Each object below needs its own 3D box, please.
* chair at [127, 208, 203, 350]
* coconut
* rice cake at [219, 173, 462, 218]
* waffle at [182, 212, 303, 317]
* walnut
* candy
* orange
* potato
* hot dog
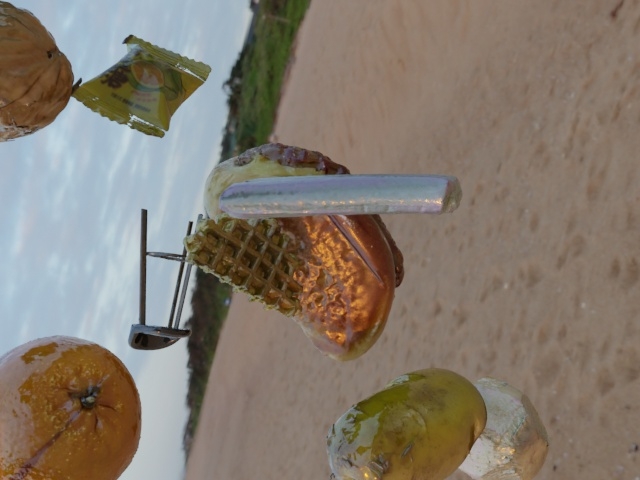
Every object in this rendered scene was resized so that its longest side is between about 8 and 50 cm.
[{"bbox_3d":[-0.230,0.065,1.223,0.095,0.104,0.221,6,84,44],"label":"chair"},{"bbox_3d":[0.298,0.335,1.407,0.194,0.195,0.194,-166,90,-85],"label":"coconut"},{"bbox_3d":[0.020,-0.042,0.754,0.080,0.222,0.042,-13,-77,-76],"label":"rice cake"},{"bbox_3d":[-0.107,0.039,1.133,0.046,0.192,0.160,-11,85,50],"label":"waffle"},{"bbox_3d":[-0.454,-0.226,1.067,0.198,0.245,0.198,-7,-90,-72],"label":"walnut"},{"bbox_3d":[-0.326,-0.288,1.468,0.081,0.187,0.297,-61,4,38],"label":"candy"},{"bbox_3d":[-0.283,0.194,0.851,0.161,0.193,0.193,-46,27,53],"label":"orange"},{"bbox_3d":[0.136,0.299,1.238,0.300,0.173,0.140,-19,-32,-41],"label":"potato"},{"bbox_3d":[0.000,0.000,1.344,0.223,0.405,0.185,-34,18,17],"label":"hot dog"}]
